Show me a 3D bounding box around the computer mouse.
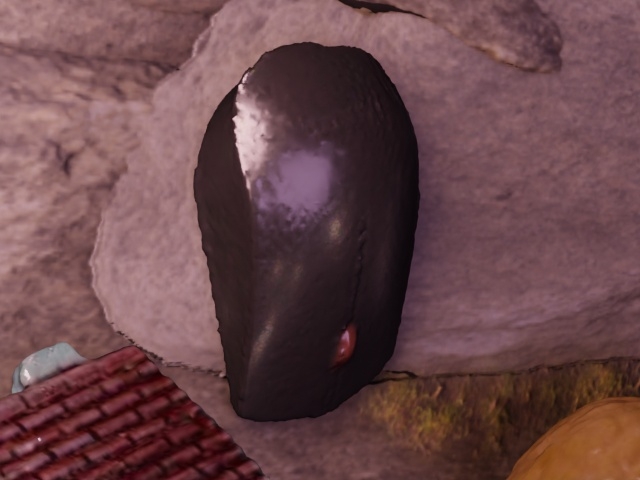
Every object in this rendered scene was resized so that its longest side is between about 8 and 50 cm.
[{"bbox_3d":[0.003,0.000,1.309,0.168,0.087,0.295,-21,116,-38],"label":"computer mouse"}]

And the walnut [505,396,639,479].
[{"bbox_3d":[0.272,0.284,1.477,0.333,0.333,0.333,-11,107,-37],"label":"walnut"}]

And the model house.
[{"bbox_3d":[-0.195,0.215,1.153,0.280,0.230,0.249,-22,73,-37],"label":"model house"}]
